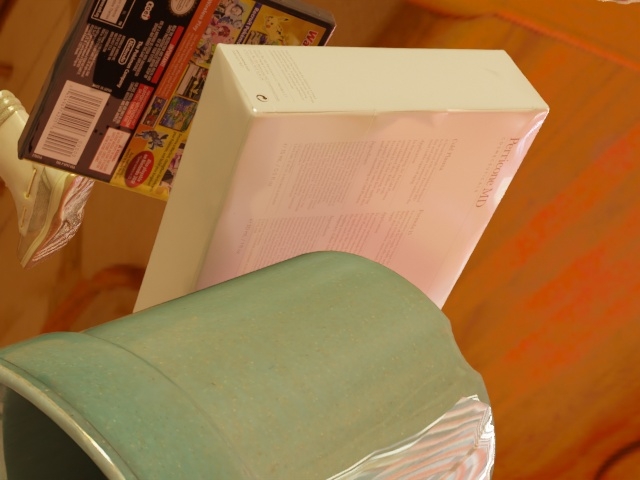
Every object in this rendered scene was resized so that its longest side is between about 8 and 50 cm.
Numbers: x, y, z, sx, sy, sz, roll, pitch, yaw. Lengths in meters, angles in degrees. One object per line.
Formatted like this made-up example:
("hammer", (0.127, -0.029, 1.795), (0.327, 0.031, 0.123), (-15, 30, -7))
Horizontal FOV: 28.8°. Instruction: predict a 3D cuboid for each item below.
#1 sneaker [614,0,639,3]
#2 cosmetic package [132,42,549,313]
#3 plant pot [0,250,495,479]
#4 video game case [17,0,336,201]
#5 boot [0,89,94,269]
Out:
("sneaker", (0.140, -0.113, 0.423), (0.170, 0.075, 0.063), (9, 108, 26))
("cosmetic package", (0.000, 0.000, 1.126), (0.285, 0.097, 0.377), (-2, 135, -28))
("plant pot", (-0.069, 0.177, 0.880), (0.334, 0.341, 0.341), (-25, 160, -44))
("video game case", (-0.155, -0.164, 1.317), (0.248, 0.035, 0.274), (17, 123, -26))
("boot", (-0.377, -0.074, 1.574), (0.165, 0.077, 0.213), (44, 137, 8))
